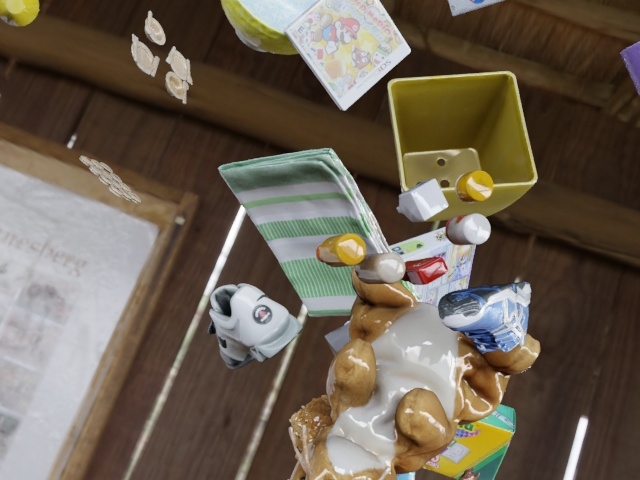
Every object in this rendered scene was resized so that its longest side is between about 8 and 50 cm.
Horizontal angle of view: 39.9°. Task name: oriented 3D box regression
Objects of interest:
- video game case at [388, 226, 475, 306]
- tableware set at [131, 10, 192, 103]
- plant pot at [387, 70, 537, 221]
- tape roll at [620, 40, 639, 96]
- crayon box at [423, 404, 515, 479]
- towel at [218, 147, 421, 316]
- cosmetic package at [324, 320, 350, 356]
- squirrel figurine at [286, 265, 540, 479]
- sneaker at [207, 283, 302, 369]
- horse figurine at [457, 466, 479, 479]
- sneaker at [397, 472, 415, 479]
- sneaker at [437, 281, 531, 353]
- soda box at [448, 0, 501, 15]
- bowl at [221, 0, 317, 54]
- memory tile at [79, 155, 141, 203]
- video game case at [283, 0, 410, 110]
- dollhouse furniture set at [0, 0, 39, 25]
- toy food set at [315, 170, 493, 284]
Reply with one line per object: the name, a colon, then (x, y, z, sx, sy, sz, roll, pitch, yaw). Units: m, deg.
video game case: (0.243, 0.106, 2.088, 0.061, 0.244, 0.269, 45, -38, 42)
tableware set: (-0.292, -0.337, 1.648, 0.020, 0.141, 0.169, -22, -45, 24)
plant pot: (0.222, -0.139, 1.490, 0.212, 0.212, 0.187, -4, -24, -3)
tape roll: (0.509, -0.261, 1.187, 0.080, 0.189, 0.189, 65, -26, -2)
crayon box: (0.246, 0.393, 1.841, 0.278, 0.081, 0.165, 17, -60, 4)
towel: (0.000, 0.000, 1.423, 0.248, 0.038, 0.325, -5, -52, 41)
cosmetic package: (0.097, 0.224, 1.762, 0.107, 0.127, 0.238, 63, -3, -6)
squirrel figurine: (0.081, 0.285, 1.288, 0.281, 0.370, 0.397, 28, -22, 7)
sneaker: (-0.140, 0.142, 1.598, 0.146, 0.122, 0.330, 47, -24, -3)
horse figurine: (0.164, 0.501, 1.644, 0.263, 0.066, 0.174, -18, -15, -10)
sneaker: (0.121, 0.400, 1.579, 0.087, 0.092, 0.229, 21, 8, -13)
sneaker: (0.202, 0.092, 1.031, 0.080, 0.081, 0.211, -8, -5, 32)
soda box: (0.380, -0.550, 1.896, 0.216, 0.074, 0.069, -9, -71, 41)
bowl: (-0.113, -0.520, 1.991, 0.289, 0.289, 0.156, 27, -39, -16)
memory tile: (-0.475, -0.138, 2.000, 0.148, 0.012, 0.113, 42, 6, 22)
video game case: (0.062, -0.430, 1.903, 0.227, 0.206, 0.026, 50, -5, -30)
dollhouse furniture set: (-0.229, -0.385, 0.860, 0.286, 0.303, 0.198, -16, 19, -9)
toy food set: (0.115, -0.006, 1.138, 0.111, 0.232, 0.104, 62, -18, -7)
